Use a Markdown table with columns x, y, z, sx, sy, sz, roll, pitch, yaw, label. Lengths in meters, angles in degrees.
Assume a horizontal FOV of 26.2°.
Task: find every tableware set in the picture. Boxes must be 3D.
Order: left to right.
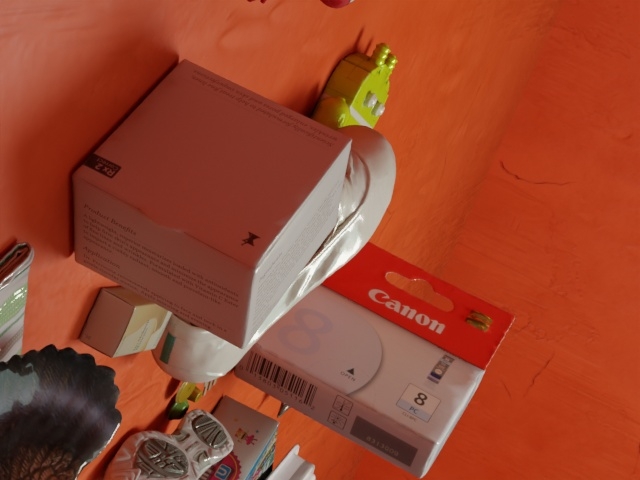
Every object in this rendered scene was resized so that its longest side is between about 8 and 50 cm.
| x | y | z | sx | sy | sz | roll | pitch | yaw | label |
| --- | --- | --- | --- | --- | --- | --- | --- | --- | --- |
| -0.155 | 0.154 | 1.715 | 0.104 | 0.024 | 0.154 | -46 | 160 | -44 | tableware set |

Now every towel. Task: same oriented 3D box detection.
| x | y | z | sx | sy | sz | roll | pitch | yaw | label |
| --- | --- | --- | --- | --- | --- | --- | --- | --- | --- |
| -0.270 | 0.085 | 1.115 | 0.113 | 0.023 | 0.152 | -49 | 161 | -45 | towel |

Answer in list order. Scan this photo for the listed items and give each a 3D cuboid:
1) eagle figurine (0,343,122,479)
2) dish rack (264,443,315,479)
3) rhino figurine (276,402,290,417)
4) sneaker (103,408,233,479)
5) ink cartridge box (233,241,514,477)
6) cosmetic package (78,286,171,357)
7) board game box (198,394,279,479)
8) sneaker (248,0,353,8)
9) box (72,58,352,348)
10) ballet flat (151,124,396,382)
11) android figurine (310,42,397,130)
| x | y | z | sx | sy | sz | roll | pitch | yaw | label |
| --- | --- | --- | --- | --- | --- | --- | --- | --- | --- |
| -0.258 | 0.255 | 1.101 | 0.226 | 0.225 | 0.298 | -33 | -154 | 17 | eagle figurine |
| -0.104 | 0.480 | 2.028 | 0.333 | 0.072 | 0.285 | -43 | 157 | -61 | dish rack |
| -0.012 | 0.176 | 2.205 | 0.243 | 0.073 | 0.106 | -60 | 171 | -11 | rhino figurine |
| -0.196 | 0.287 | 1.671 | 0.115 | 0.090 | 0.232 | -49 | 164 | 21 | sneaker |
| 0.098 | 0.131 | 2.015 | 0.385 | 0.308 | 0.091 | -51 | 163 | -45 | ink cartridge box |
| -0.191 | 0.079 | 1.374 | 0.060 | 0.041 | 0.115 | -65 | 167 | 8 | cosmetic package |
| -0.162 | 0.399 | 2.000 | 0.224 | 0.098 | 0.303 | -56 | 165 | -34 | board game box |
| -0.034 | -0.259 | 1.287 | 0.128 | 0.087 | 0.221 | -52 | 153 | -12 | sneaker |
| -0.095 | -0.035 | 1.210 | 0.182 | 0.181 | 0.119 | -53 | 164 | -38 | box |
| -0.041 | -0.008 | 1.538 | 0.400 | 0.139 | 0.139 | -48 | 162 | -24 | ballet flat |
| 0.023 | -0.129 | 1.784 | 0.272 | 0.056 | 0.248 | -61 | 167 | -1 | android figurine |
